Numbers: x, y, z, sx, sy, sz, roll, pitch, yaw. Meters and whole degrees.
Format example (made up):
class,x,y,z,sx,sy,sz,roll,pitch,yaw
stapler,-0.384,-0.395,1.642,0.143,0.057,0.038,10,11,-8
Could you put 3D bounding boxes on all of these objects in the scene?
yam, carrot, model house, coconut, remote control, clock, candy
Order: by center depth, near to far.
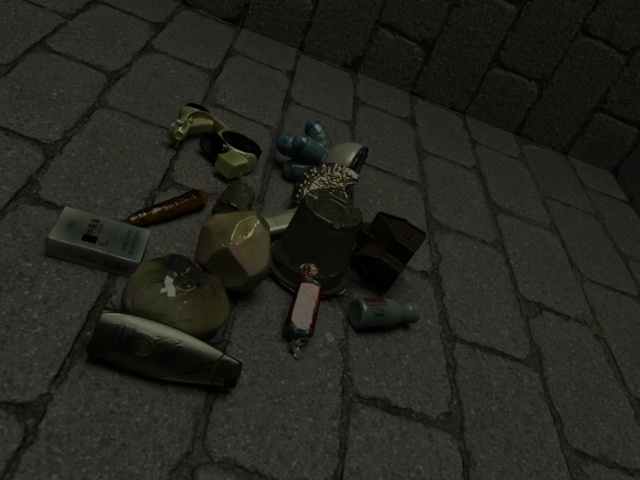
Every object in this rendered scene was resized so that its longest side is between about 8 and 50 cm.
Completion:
class,x,y,z,sx,sy,sz,roll,pitch,yaw
candy,-0.047,0.193,1.812,0.086,0.059,0.292,17,60,-6
coconut,-0.241,0.019,1.823,0.237,0.236,0.197,-4,2,-37
carrot,-0.469,-0.098,1.994,0.066,0.066,0.314,39,36,21
model house,0.172,0.020,2.106,0.243,0.211,0.204,36,33,7
yam,-0.276,-0.121,2.112,0.107,0.107,0.194,23,32,-3
remote control,-0.107,-0.061,2.141,0.310,0.038,0.090,-15,61,-27
clock,-0.399,-0.373,2.378,0.379,0.120,0.276,34,29,12

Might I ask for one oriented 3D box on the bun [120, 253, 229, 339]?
class,x,y,z,sx,sy,sz,roll,pitch,yaw
bun,-0.361,0.136,1.650,0.273,0.168,0.273,24,28,-13

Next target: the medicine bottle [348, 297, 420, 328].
class,x,y,z,sx,sy,sz,roll,pitch,yaw
medicine bottle,0.195,0.218,1.960,0.217,0.090,0.090,3,39,-31

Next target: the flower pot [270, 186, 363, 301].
class,x,y,z,sx,sy,sz,roll,pitch,yaw
flower pot,0.000,0.000,1.984,0.290,0.259,0.290,18,33,-12

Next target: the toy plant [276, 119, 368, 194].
class,x,y,z,sx,sy,sz,roll,pitch,yaw
toy plant,-0.015,-0.315,2.452,0.332,0.247,0.247,28,33,8

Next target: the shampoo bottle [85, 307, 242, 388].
class,x,y,z,sx,sy,sz,roll,pitch,yaw
shampoo bottle,-0.355,0.262,1.518,0.350,0.125,0.084,21,-4,-10

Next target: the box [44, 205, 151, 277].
class,x,y,z,sx,sy,sz,roll,pitch,yaw
box,-0.598,0.004,1.767,0.243,0.067,0.155,17,32,-12

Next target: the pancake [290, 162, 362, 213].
class,x,y,z,sx,sy,sz,roll,pitch,yaw
pancake,0.035,-0.137,2.263,0.286,0.033,0.288,-41,74,-16
